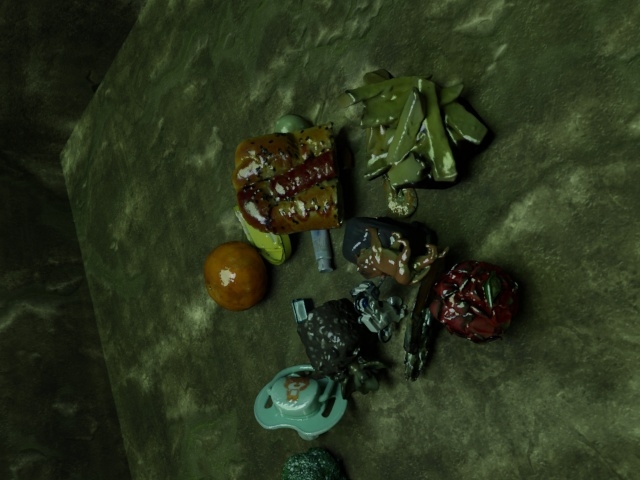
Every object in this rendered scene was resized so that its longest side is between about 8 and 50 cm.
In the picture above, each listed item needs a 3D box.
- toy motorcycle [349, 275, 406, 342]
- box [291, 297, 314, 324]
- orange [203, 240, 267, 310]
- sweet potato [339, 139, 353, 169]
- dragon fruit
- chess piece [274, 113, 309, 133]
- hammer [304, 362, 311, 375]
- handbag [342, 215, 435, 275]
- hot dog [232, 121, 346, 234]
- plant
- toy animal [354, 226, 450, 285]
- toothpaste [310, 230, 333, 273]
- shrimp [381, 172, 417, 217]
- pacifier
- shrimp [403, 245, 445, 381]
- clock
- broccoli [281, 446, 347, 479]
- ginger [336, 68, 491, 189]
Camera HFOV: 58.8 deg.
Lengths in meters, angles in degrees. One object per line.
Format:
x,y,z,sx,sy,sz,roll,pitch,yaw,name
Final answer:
0.182,0.207,1.774,0.102,0.221,0.150,0,46,49,toy motorcycle
-0.059,0.258,2.094,0.054,0.074,0.099,-22,76,33,box
-0.339,0.144,2.252,0.284,0.226,0.283,30,129,45,orange
0.087,-0.294,1.954,0.049,0.049,0.117,-18,68,44,sweet potato
0.396,0.173,1.527,0.233,0.234,0.293,63,145,24,dragon fruit
-0.131,-0.300,2.089,0.182,0.182,0.330,19,99,44,chess piece
-0.033,0.449,2.107,0.035,0.019,0.110,44,118,36,hammer
0.209,0.020,1.730,0.255,0.181,0.181,14,100,42,handbag
-0.115,-0.201,1.920,0.366,0.196,0.367,-8,84,5,hot dog
0.080,0.360,1.851,0.215,0.213,0.312,-47,59,32,plant
0.197,0.056,1.542,0.312,0.097,0.157,23,107,53,toy animal
0.000,0.000,2.043,0.089,0.057,0.234,-28,65,41,toothpaste
0.242,-0.158,1.800,0.101,0.042,0.190,-29,69,20,shrimp
-0.055,0.597,2.021,0.344,0.288,0.269,5,130,24,pacifier
0.289,0.234,1.626,0.085,0.272,0.444,15,115,19,shrimp
-0.208,-0.039,2.184,0.294,0.071,0.277,14,130,52,clock
-0.040,0.879,1.995,0.269,0.269,0.254,-54,50,32,broccoli
0.241,-0.318,1.610,0.413,0.211,0.358,33,98,32,ginger
